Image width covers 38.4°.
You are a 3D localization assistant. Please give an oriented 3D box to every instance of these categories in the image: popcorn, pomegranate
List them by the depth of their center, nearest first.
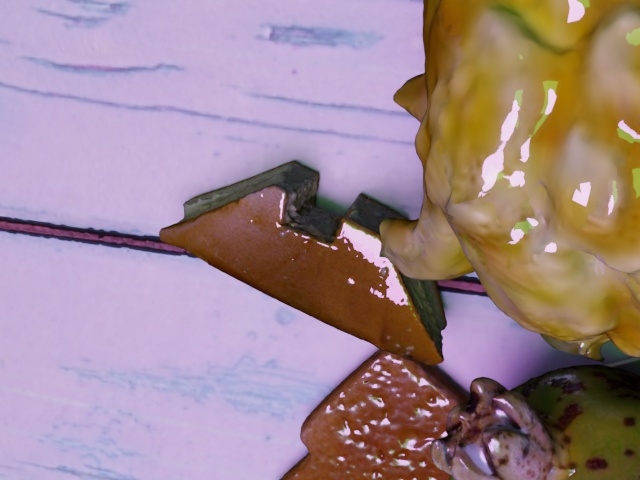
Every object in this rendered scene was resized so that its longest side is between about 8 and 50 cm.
[{"bbox_3d":[0.189,-0.072,0.551,0.274,0.279,0.335,2,94,-7],"label":"popcorn"},{"bbox_3d":[0.168,0.170,0.629,0.202,0.202,0.248,-33,130,19],"label":"pomegranate"}]

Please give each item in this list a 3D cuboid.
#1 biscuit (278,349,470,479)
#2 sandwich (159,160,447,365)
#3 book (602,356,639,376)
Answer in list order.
[{"bbox_3d":[0.074,0.228,0.777,0.278,0.043,0.301,3,104,12],"label":"biscuit"},{"bbox_3d":[0.000,0.000,0.707,0.244,0.090,0.088,24,116,9],"label":"sandwich"},{"bbox_3d":[0.307,0.134,0.711,0.181,0.014,0.127,-18,100,17],"label":"book"}]
